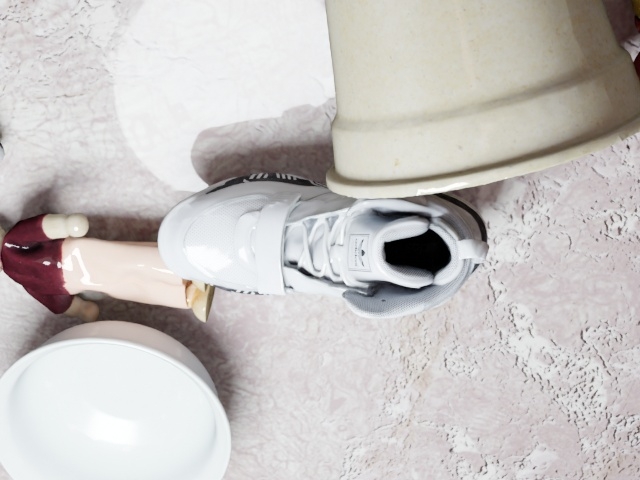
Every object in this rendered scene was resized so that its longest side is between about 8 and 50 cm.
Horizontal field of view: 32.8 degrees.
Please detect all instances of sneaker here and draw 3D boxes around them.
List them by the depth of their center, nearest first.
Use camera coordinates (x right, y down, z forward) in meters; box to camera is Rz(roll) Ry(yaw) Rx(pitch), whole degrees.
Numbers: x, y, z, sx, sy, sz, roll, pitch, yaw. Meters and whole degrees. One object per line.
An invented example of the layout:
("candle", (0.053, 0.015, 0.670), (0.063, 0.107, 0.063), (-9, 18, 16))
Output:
("sneaker", (0.000, 0.000, 1.133), (0.365, 0.210, 0.138), (1, 94, 2))

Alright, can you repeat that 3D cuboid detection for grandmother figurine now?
("grandmother figurine", (-0.300, 0.028, 1.307), (0.342, 0.104, 0.208), (8, 132, 1))

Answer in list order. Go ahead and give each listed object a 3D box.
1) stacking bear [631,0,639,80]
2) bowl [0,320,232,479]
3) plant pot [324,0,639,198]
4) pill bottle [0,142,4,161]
("stacking bear", (0.382, -0.248, 1.088), (0.175, 0.164, 0.289), (12, 118, 14))
("bowl", (-0.253, 0.207, 1.369), (0.297, 0.134, 0.298), (1, 120, 2))
("plant pot", (0.128, -0.237, 1.046), (0.333, 0.334, 0.306), (-13, 104, 10))
("pill bottle", (-0.443, -0.149, 1.218), (0.103, 0.103, 0.184), (-20, 114, 13))
